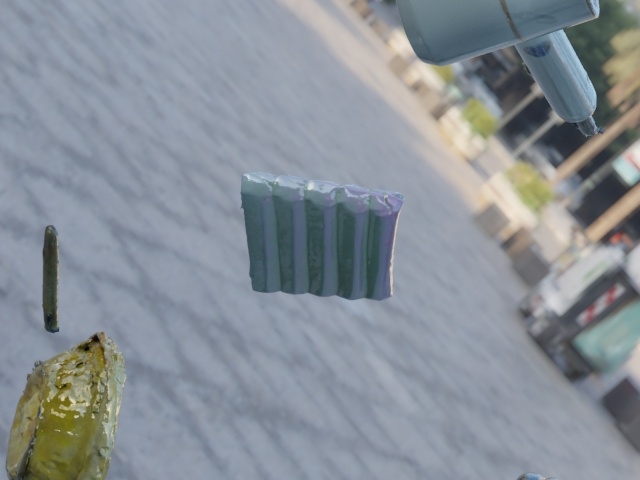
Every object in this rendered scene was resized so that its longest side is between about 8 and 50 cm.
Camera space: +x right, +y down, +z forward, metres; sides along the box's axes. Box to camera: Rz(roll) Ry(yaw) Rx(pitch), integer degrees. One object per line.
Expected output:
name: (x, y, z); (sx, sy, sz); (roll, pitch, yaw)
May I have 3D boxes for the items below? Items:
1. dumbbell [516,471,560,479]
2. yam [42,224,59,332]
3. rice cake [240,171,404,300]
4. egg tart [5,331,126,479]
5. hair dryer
dumbbell: (0.413, 0.371, 1.890); (0.179, 0.406, 0.179); (-7, 90, -72)
yam: (-0.213, 0.031, 1.173); (0.014, 0.014, 0.107); (-125, -148, -44)
rice cake: (0.000, 0.000, 1.634); (0.198, 0.189, 0.037); (102, -6, -55)
egg tart: (-0.232, 0.169, 1.324); (0.074, 0.191, 0.191); (17, 19, -19)
hair dryer: (0.215, -0.179, 1.479); (0.357, 0.173, 0.107); (45, 35, -54)
